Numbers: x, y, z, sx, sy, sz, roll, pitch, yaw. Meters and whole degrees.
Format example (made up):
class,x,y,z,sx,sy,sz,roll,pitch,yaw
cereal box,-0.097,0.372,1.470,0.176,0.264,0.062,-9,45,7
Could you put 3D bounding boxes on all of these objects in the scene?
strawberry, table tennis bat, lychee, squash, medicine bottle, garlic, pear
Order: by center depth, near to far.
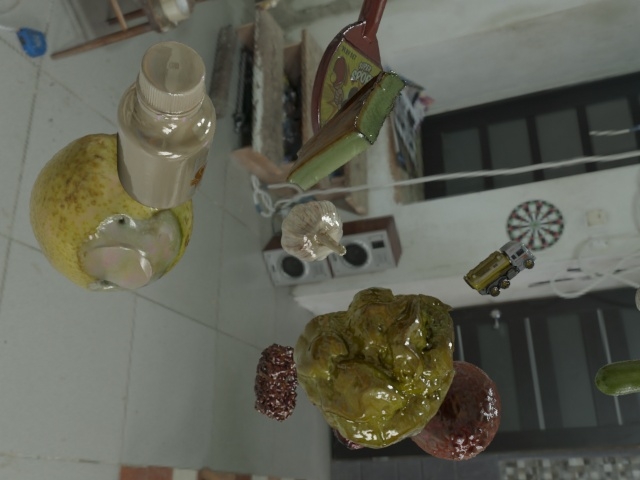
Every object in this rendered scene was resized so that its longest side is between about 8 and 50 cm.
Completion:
class,x,y,z,sx,sy,sz,roll,pitch,yaw
medicine bottle,-0.182,-0.132,0.780,0.252,0.114,0.114,127,-35,-64
pear,-0.331,-0.051,1.073,0.271,0.271,0.271,-9,90,-70
squash,0.645,0.263,1.313,0.066,0.201,0.066,28,51,-41
table tennis bat,0.080,-0.400,1.535,0.268,0.051,0.415,11,97,-59
strawberry,0.083,0.464,1.642,0.106,0.106,0.106,-9,90,-70
lychee,0.323,0.420,1.661,0.300,0.255,0.255,-80,156,-73
garlic,0.000,0.000,1.938,0.226,0.199,0.199,43,-15,49

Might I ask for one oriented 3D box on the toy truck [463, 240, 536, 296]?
class,x,y,z,sx,sy,sz,roll,pitch,yaw
toy truck,0.322,0.051,1.193,0.063,0.123,0.052,51,1,-5

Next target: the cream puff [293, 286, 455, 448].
class,x,y,z,sx,sy,sz,roll,pitch,yaw
cream puff,0.126,0.222,1.303,0.324,0.257,0.291,24,26,-24

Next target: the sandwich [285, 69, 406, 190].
class,x,y,z,sx,sy,sz,roll,pitch,yaw
sandwich,0.039,-0.208,1.244,0.063,0.212,0.245,47,40,-15

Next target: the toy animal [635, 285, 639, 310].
class,x,y,z,sx,sy,sz,roll,pitch,yaw
toy animal,0.834,0.105,1.493,0.174,0.249,0.289,-121,-165,-45

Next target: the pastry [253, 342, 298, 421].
class,x,y,z,sx,sy,sz,roll,pitch,yaw
pastry,-0.114,0.371,1.745,0.097,0.115,0.209,-151,-117,-69
